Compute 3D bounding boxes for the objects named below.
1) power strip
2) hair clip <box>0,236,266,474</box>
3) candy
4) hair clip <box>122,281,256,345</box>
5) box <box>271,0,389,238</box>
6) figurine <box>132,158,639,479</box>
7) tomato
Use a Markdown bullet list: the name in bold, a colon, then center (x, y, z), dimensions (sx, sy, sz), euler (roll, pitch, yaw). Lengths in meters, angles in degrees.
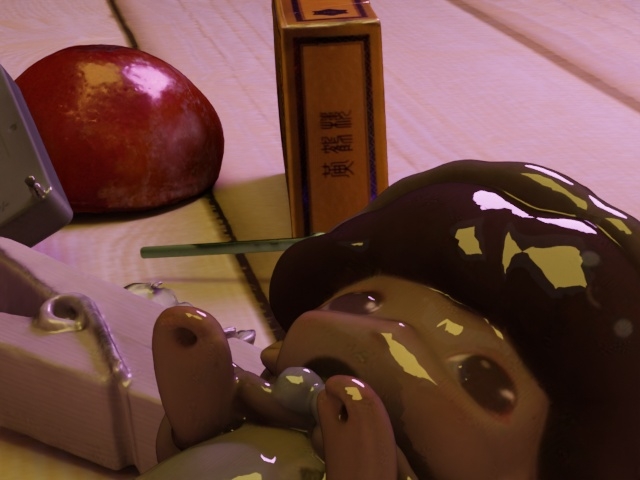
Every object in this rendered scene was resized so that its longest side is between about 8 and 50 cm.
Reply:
- **power strip**: center (-0.301, -0.053, 1.516), dimensions (0.145, 0.061, 0.216), euler (-34, 41, 2)
- **hair clip**: center (-0.127, 0.083, 1.091), dimensions (0.330, 0.085, 0.101), euler (19, 29, 37)
- **candy**: center (0.000, 0.001, 1.374), dimensions (0.287, 0.078, 0.084), euler (-3, -14, 12)
- **hair clip**: center (-0.114, 0.064, 1.219), dimensions (0.116, 0.049, 0.172), euler (-11, 15, -38)
- **box**: center (0.006, -0.118, 1.550), dimensions (0.084, 0.193, 0.301), euler (-5, 16, -1)
- **figurine**: center (0.036, 0.098, 0.837), dimensions (0.248, 0.203, 0.380), euler (26, 42, 35)
- **tomato**: center (-0.196, -0.111, 1.658), dimensions (0.200, 0.140, 0.233), euler (12, 21, 25)
